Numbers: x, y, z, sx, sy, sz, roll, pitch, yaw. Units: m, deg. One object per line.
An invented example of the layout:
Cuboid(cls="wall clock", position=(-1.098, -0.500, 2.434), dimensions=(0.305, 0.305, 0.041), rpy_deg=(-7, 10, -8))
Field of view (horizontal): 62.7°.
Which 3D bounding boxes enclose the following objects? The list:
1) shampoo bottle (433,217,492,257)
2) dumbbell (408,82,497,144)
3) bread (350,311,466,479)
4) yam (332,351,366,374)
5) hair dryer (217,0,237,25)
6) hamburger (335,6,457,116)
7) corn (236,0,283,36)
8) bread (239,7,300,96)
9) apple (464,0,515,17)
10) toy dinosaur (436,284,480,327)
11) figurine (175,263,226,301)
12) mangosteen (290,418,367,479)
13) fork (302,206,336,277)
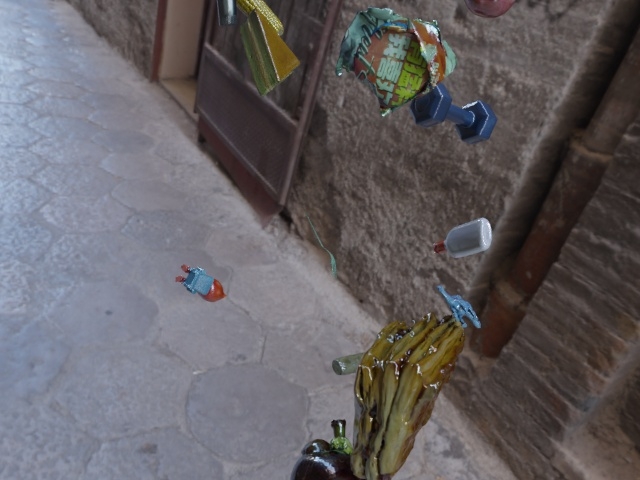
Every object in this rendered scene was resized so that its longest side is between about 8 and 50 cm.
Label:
Cuboid(cls="shampoo bottle", position=(0.456, 0.002, 1.704), dimensions=(0.051, 0.221, 0.108), rpy_deg=(13, 70, -29))
Cuboid(cls="dumbbell", position=(0.472, -0.448, 1.860), dimensions=(0.324, 0.144, 0.160), rpy_deg=(9, 48, -33))
Cuboid(cls="bread", position=(0.184, 0.356, 1.252), dimensions=(0.191, 0.370, 0.314), rpy_deg=(25, 28, 22))
Cuboid(cls="yam", position=(0.216, 0.442, 1.973), dimensions=(0.371, 0.083, 0.083), rpy_deg=(-6, 35, -26))
Cuboid(cls="hair dryer", position=(-0.290, -0.808, 1.540), dimensions=(0.155, 0.320, 0.284), rpy_deg=(-2, 18, -5))
Cuboid(cls="hamburger", position=(0.193, -0.486, 1.367), dimensions=(0.276, 0.260, 0.150), rpy_deg=(41, 43, -9))
Cuboid(cls="corn", position=(-0.214, -0.764, 1.741), dimensions=(0.238, 0.080, 0.080), rpy_deg=(45, 31, 0))
Cuboid(cls="bread", position=(-0.121, -0.370, 1.038), dimensions=(0.139, 0.074, 0.084), rpy_deg=(50, 51, -14))
Cuboid(cls="apple", position=(0.474, -0.700, 1.463), dimensions=(0.153, 0.153, 0.120), rpy_deg=(28, 37, 19))
Cuboid(cls="toy dinosaur", position=(0.326, 0.159, 1.209), dimensions=(0.197, 0.045, 0.080), rpy_deg=(38, 23, -33))
Cuboid(cls="figurine", position=(-0.299, 0.115, 1.355), dimensions=(0.075, 0.068, 0.140), rpy_deg=(17, -14, 40))
Cuboid(cls="mangosteen", position=(0.039, 0.653, 1.485), dimensions=(0.231, 0.231, 0.289), rpy_deg=(19, 67, 3))
Cuboid(cls="fork", position=(0.002, -0.001, 1.501), dimensions=(0.235, 0.021, 0.039), rpy_deg=(66, 11, 14))
